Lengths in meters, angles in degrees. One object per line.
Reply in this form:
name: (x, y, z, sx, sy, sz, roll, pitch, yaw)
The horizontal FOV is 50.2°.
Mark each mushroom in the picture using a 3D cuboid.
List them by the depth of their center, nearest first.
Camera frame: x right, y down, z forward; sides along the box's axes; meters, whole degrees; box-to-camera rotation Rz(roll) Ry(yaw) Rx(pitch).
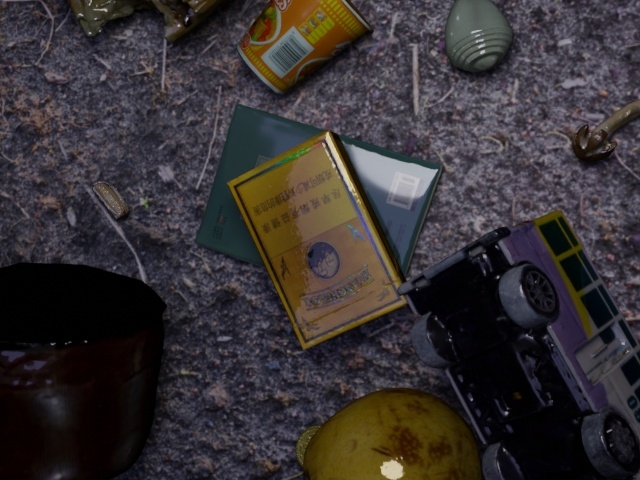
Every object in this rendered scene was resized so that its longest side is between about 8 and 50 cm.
mushroom: (0.475, -0.185, 1.053, 0.187, 0.061, 0.060, -33, 78, 6)

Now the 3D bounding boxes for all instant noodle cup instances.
instant noodle cup: (-0.034, -0.342, 1.120, 0.185, 0.168, 0.168, -40, 82, 17)

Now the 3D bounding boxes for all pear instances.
pear: (0.108, 0.355, 1.017, 0.280, 0.281, 0.281, 0, 90, 12)

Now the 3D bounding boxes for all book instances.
book: (-0.012, -0.060, 1.169, 0.379, 0.031, 0.264, 20, 94, 12)

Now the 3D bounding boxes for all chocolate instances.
chocolate: (-0.443, 0.244, 1.126, 0.383, 0.383, 0.331, 12, 106, 12)

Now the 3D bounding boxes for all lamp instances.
lamp: (0.240, -0.359, 1.085, 0.106, 0.106, 0.193, -14, 77, 12)

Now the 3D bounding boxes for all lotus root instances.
lotus root: (-0.381, -0.074, 1.249, 0.037, 0.030, 0.083, -39, 84, -20)

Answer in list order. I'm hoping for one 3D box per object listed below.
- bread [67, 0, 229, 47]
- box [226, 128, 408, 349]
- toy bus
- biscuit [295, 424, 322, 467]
bread: (-0.271, -0.482, 1.147, 0.370, 0.191, 0.314, -35, 88, 15)
box: (0.000, 0.000, 1.107, 0.192, 0.084, 0.302, -26, 87, 13)
toy bus: (0.331, 0.199, 0.965, 0.209, 0.249, 0.440, -38, 75, 44)
biscuit: (-0.002, 0.360, 1.171, 0.084, 0.023, 0.084, 0, 90, 12)
